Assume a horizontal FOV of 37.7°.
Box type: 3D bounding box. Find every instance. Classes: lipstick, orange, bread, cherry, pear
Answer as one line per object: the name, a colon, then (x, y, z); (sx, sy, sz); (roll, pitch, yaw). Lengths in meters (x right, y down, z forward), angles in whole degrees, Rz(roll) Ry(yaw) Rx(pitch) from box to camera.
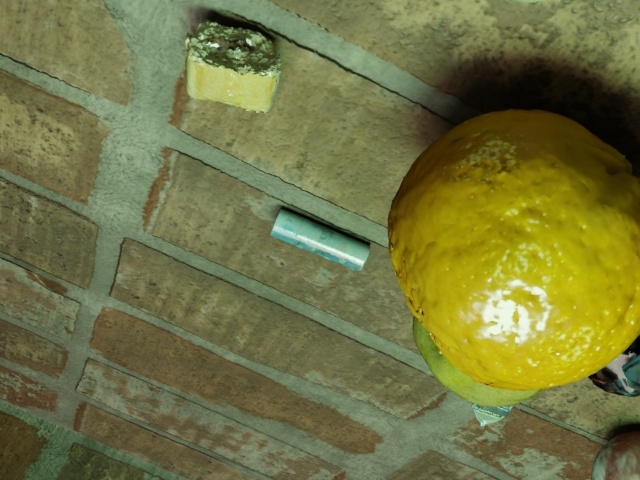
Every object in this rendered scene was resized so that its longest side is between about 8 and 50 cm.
lipstick: (0.000, 0.000, 1.501); (0.158, 0.048, 0.048); (23, 148, -3)
orange: (0.249, 0.003, 1.109); (0.293, 0.340, 0.340); (-33, 123, 25)
bread: (-0.113, -0.224, 1.205); (0.125, 0.082, 0.106); (12, 159, -5)
cherry: (0.614, 0.465, 1.696); (0.236, 0.213, 0.285); (-34, 101, 29)
pear: (0.263, 0.150, 1.429); (0.211, 0.228, 0.188); (19, 113, -31)

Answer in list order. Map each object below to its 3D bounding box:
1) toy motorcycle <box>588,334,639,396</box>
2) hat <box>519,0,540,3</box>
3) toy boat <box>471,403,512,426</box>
toy motorcycle: (0.539, 0.112, 1.275); (0.232, 0.172, 0.416); (16, 140, -4)
hat: (0.188, -0.293, 0.899); (0.252, 0.110, 0.252); (14, 147, 10)
toy boat: (0.325, 0.303, 1.756); (0.069, 0.059, 0.173); (18, 148, 4)
